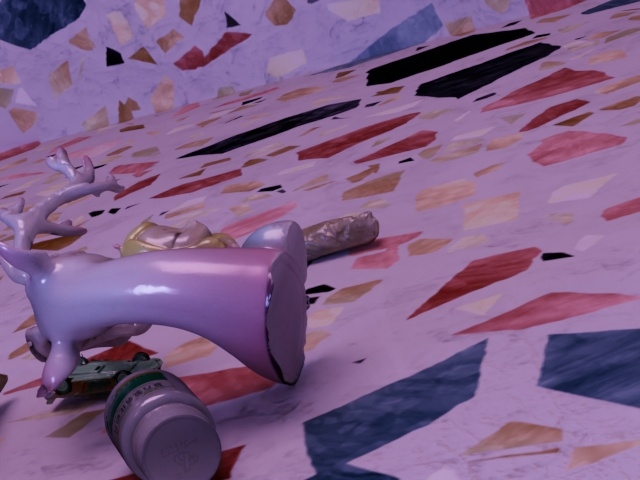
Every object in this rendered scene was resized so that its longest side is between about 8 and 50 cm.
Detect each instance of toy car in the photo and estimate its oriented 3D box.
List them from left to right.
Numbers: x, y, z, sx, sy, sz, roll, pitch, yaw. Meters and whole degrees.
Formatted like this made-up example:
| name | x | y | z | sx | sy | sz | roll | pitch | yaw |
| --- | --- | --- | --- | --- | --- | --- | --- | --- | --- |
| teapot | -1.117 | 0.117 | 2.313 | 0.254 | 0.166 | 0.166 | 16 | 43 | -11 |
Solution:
| name | x | y | z | sx | sy | sz | roll | pitch | yaw |
| --- | --- | --- | --- | --- | --- | --- | --- | --- | --- |
| toy car | -0.216 | 0.138 | 1.480 | 0.122 | 0.035 | 0.059 | -4 | 15 | 14 |

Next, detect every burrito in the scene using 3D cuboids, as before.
| name | x | y | z | sx | sy | sz | roll | pitch | yaw |
| --- | --- | --- | --- | --- | --- | --- | --- | --- | --- |
| burrito | 0.000 | 0.000 | 1.739 | 0.149 | 0.041 | 0.055 | -16 | 0 | 17 |

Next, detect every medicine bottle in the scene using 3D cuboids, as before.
| name | x | y | z | sx | sy | sz | roll | pitch | yaw |
| --- | --- | --- | --- | --- | --- | --- | --- | --- | --- |
| medicine bottle | -0.128 | 0.157 | 1.209 | 0.080 | 0.080 | 0.130 | -21 | 14 | -14 |

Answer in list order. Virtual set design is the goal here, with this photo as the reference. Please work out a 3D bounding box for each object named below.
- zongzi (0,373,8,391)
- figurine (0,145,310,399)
| name | x | y | z | sx | sy | sz | roll | pitch | yaw |
| --- | --- | --- | --- | --- | --- | --- | --- | --- | --- |
| zongzi | -0.461 | 0.192 | 1.421 | 0.274 | 0.145 | 0.300 | -21 | -3 | 4 |
| figurine | -0.167 | 0.048 | 1.382 | 0.316 | 0.206 | 0.284 | 6 | 16 | 10 |
